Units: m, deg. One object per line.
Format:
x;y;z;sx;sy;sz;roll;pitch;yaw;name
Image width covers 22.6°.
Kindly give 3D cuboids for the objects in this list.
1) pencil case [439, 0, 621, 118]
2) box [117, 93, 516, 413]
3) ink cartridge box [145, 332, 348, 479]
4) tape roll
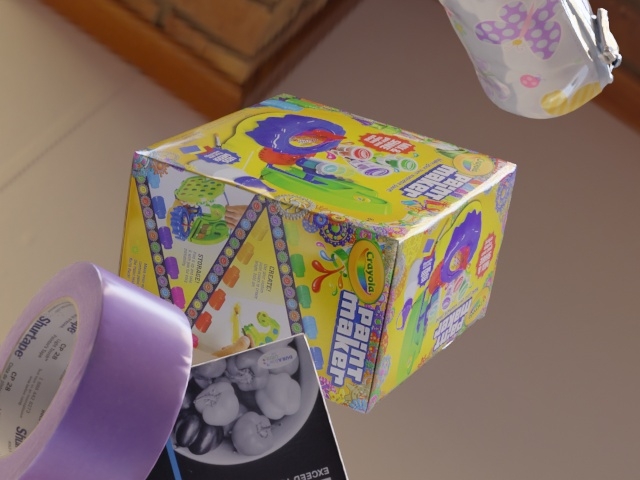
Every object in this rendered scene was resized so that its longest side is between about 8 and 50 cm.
0.142;-0.207;1.230;0.124;0.273;0.113;32;-102;39;pencil case
0.000;0.000;1.565;0.279;0.177;0.290;19;-156;21;box
-0.082;0.202;1.283;0.206;0.045;0.208;-16;-101;-5;ink cartridge box
-0.179;0.115;1.171;0.080;0.189;0.189;30;-134;-27;tape roll
